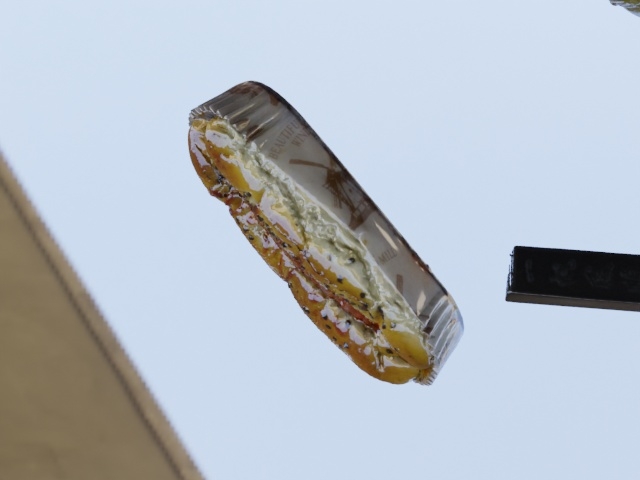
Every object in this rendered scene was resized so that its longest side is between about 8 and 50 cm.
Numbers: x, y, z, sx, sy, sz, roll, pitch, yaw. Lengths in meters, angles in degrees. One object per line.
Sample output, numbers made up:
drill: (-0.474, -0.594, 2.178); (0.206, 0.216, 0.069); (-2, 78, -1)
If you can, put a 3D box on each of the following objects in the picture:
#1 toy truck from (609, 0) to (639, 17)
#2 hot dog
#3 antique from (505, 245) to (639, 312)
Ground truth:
toy truck: (0.233, -0.279, 1.246); (0.165, 0.224, 0.147); (16, -174, -8)
hot dog: (0.000, 0.000, 1.272); (0.268, 0.144, 0.075); (47, -111, -1)
antique: (0.196, 0.025, 0.929); (0.192, 0.015, 0.031); (4, -114, 1)
